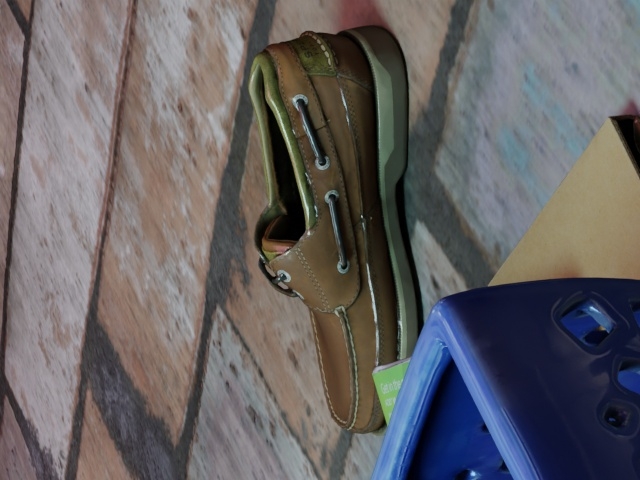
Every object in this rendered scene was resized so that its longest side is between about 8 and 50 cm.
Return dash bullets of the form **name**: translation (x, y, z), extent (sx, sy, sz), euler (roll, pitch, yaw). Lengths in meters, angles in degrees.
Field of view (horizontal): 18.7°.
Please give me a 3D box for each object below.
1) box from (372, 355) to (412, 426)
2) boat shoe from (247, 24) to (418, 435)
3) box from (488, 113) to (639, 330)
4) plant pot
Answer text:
- **box**: translation (0.136, 0.213, 1.223), extent (0.232, 0.058, 0.322), euler (150, 103, -70)
- **boat shoe**: translation (0.000, 0.000, 1.405), extent (0.111, 0.104, 0.307), euler (22, 120, 62)
- **box**: translation (0.171, 0.045, 1.152), extent (0.164, 0.021, 0.201), euler (68, 154, 24)
- **plant pot**: translation (0.171, 0.152, 0.945), extent (0.236, 0.212, 0.236), euler (104, 145, -55)
